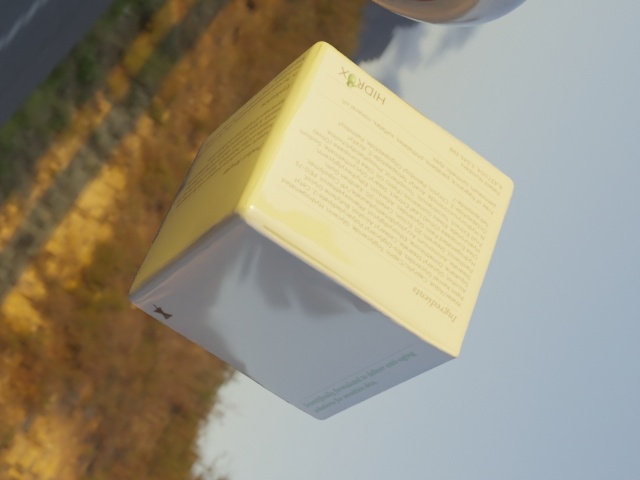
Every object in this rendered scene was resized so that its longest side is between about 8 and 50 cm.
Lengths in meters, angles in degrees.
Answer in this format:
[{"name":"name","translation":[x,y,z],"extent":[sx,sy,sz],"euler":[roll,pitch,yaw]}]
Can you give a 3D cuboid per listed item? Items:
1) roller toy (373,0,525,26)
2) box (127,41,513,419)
[{"name":"roller toy","translation":[0.050,-0.198,0.628],"extent":[0.146,0.191,0.209],"euler":[-43,-138,-20]},{"name":"box","translation":[0.000,0.000,0.557],"extent":[0.101,0.102,0.087],"euler":[-33,-153,52]}]
